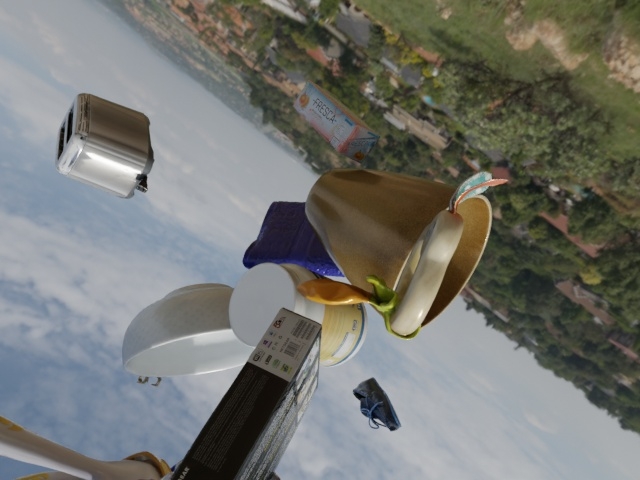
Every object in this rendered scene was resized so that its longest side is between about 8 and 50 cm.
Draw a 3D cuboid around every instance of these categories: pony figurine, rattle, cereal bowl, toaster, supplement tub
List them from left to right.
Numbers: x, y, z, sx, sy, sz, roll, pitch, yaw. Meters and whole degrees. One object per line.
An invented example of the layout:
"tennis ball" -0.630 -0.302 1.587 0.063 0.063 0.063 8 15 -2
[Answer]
"toaster" -0.418 -0.181 0.944 0.147 0.129 0.226 20 -143 -39
"pony figurine" -0.204 0.325 0.544 0.364 0.302 0.351 16 -174 -27
"cereal bowl" -0.255 0.187 1.065 0.339 0.339 0.141 30 -138 -56
"supplement tub" -0.030 0.118 0.761 0.144 0.144 0.200 41 -172 37
"rattle" 0.081 -0.005 0.512 0.143 0.199 0.130 30 -143 18

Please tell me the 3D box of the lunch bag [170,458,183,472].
"lunch bag" -0.306 0.548 0.924 0.138 0.220 0.293 24 -149 13

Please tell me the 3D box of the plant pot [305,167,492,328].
"plant pot" 0.101 -0.020 0.794 0.254 0.237 0.237 36 -177 35

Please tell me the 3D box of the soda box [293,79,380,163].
"soda box" 0.024 -0.211 0.854 0.063 0.058 0.183 16 -152 -43

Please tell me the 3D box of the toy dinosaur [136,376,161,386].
"toy dinosaur" -0.420 0.316 1.225 0.183 0.092 0.053 5 163 27

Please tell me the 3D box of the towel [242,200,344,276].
"towel" 0.000 0.000 1.119 0.309 0.227 0.076 3 134 19

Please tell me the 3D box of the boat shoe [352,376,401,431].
"boat shoe" 0.157 0.481 1.390 0.258 0.089 0.108 -177 64 -82

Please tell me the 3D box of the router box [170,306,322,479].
"router box" -0.057 0.168 0.431 0.046 0.178 0.133 21 142 16
